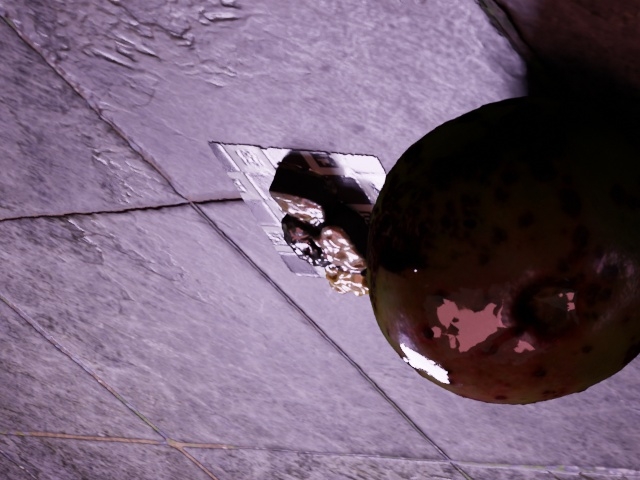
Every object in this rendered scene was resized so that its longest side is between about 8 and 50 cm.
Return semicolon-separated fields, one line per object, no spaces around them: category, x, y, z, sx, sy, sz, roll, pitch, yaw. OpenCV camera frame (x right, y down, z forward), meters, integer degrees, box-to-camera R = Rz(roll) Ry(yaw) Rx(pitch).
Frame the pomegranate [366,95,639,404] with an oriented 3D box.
pomegranate;0.163;0.001;1.209;0.242;0.242;0.306;20;-167;12

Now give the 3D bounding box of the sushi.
sushi;0.000;0.000;1.479;0.192;0.050;0.215;7;146;33
